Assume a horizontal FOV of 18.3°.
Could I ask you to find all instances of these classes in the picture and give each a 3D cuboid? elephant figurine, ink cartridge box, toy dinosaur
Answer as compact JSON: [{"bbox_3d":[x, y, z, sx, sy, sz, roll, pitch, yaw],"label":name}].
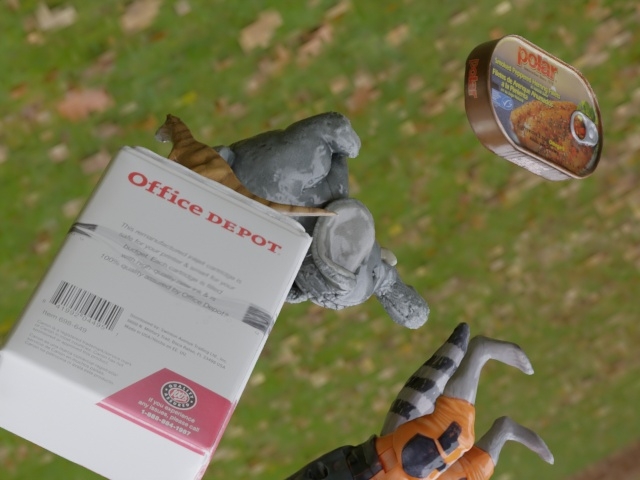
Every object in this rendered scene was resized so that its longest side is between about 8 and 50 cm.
[{"bbox_3d":[0.000,0.000,2.012,0.186,0.239,0.169,-19,179,-6],"label":"elephant figurine"},{"bbox_3d":[-0.119,0.056,1.387,0.218,0.158,0.092,-65,-178,-41],"label":"ink cartridge box"},{"bbox_3d":[-0.100,-0.051,1.810,0.112,0.211,0.064,-46,148,-8],"label":"toy dinosaur"}]

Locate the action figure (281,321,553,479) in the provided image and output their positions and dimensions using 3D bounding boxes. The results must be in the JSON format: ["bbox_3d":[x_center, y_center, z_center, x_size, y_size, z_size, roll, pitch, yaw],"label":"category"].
[{"bbox_3d":[0.053,0.242,1.829,0.330,0.178,0.341,-34,160,-9],"label":"action figure"}]

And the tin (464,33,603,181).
[{"bbox_3d":[0.191,-0.117,1.778,0.040,0.106,0.189,-6,161,39],"label":"tin"}]
